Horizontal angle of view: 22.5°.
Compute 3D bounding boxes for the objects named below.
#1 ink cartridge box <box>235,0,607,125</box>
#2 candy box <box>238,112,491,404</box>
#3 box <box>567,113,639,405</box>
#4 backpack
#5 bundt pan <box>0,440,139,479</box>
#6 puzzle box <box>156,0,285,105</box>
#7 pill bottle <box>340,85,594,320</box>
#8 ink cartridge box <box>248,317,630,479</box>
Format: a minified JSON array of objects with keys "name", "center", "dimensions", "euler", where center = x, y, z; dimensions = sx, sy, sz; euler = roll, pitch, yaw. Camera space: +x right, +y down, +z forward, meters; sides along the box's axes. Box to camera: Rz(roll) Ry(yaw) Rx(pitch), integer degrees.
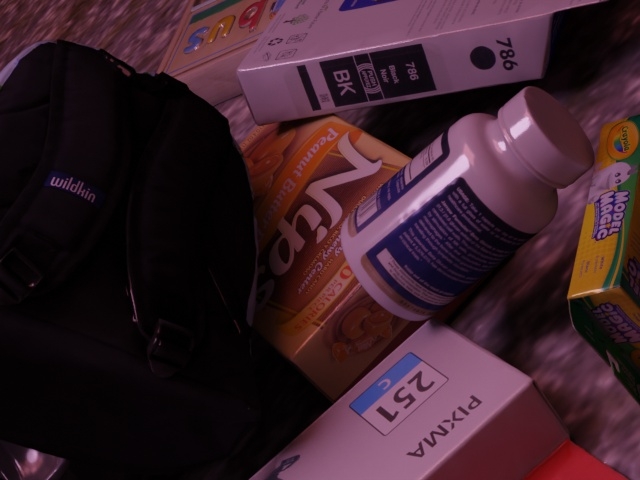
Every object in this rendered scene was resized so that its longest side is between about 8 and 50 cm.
[{"name":"ink cartridge box","center":[0.106,-0.184,1.378],"dimensions":[0.332,0.065,0.165],"euler":[-8,30,26]},{"name":"candy box","center":[0.000,0.000,1.333],"dimensions":[0.183,0.087,0.316],"euler":[-47,30,-4]},{"name":"box","center":[0.210,0.015,1.039],"dimensions":[0.043,0.105,0.179],"euler":[-16,41,38]},{"name":"backpack","center":[-0.182,-0.002,1.228],"dimensions":[0.273,0.290,0.355],"euler":[-52,23,46]},{"name":"bundt pan","center":[-0.278,0.236,1.343],"dimensions":[0.331,0.124,0.331],"euler":[-32,31,22]},{"name":"puzzle box","center":[0.008,-0.294,1.730],"dimensions":[0.409,0.052,0.272],"euler":[-19,39,37]},{"name":"pill bottle","center":[0.102,-0.027,1.100],"dimensions":[0.169,0.094,0.094],"euler":[-41,28,29]},{"name":"ink cartridge box","center":[0.040,0.202,1.020],"dimensions":[0.296,0.066,0.261],"euler":[-41,29,-9]}]
